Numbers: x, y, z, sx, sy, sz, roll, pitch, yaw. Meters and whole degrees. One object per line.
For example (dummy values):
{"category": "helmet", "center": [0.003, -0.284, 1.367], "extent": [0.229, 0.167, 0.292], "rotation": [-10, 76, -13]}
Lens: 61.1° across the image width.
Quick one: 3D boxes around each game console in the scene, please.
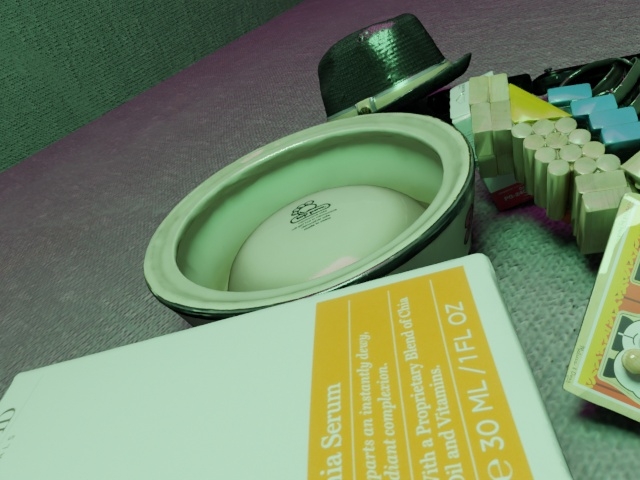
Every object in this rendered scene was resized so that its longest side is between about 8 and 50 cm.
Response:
{"category": "game console", "center": [0.364, -0.258, 0.889], "extent": [0.362, 0.043, 0.213], "rotation": [-9, 11, 7]}

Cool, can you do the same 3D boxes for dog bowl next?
{"category": "dog bowl", "center": [0.000, 0.000, 0.681], "extent": [0.408, 0.150, 0.408], "rotation": [-17, 32, 11]}

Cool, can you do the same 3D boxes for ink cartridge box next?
{"category": "ink cartridge box", "center": [0.233, -0.134, 0.725], "extent": [0.063, 0.150, 0.109], "rotation": [-22, 29, 26]}

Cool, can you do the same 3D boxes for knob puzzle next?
{"category": "knob puzzle", "center": [0.304, 0.067, 0.397], "extent": [0.213, 0.030, 0.213], "rotation": [-4, 76, 16]}

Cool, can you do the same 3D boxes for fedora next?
{"category": "fedora", "center": [0.104, -0.316, 1.013], "extent": [0.334, 0.152, 0.334], "rotation": [-26, 12, 6]}

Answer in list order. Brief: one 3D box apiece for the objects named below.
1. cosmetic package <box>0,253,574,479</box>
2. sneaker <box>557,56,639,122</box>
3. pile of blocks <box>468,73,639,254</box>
{"category": "cosmetic package", "center": [-0.058, 0.187, 0.422], "extent": [0.453, 0.161, 0.230], "rotation": [-16, 32, 11]}
{"category": "sneaker", "center": [0.387, -0.127, 0.605], "extent": [0.104, 0.147, 0.296], "rotation": [-53, 33, -4]}
{"category": "pile of blocks", "center": [0.295, -0.055, 0.553], "extent": [0.149, 0.112, 0.362], "rotation": [-36, 54, -2]}
